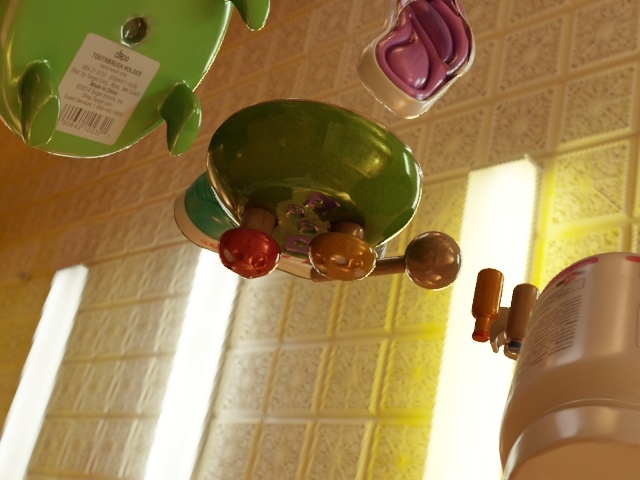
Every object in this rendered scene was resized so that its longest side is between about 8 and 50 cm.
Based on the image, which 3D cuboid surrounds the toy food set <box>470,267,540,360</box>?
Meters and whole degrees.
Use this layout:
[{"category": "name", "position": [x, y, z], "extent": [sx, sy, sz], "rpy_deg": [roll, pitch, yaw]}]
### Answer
[{"category": "toy food set", "position": [0.284, 0.142, 1.313], "extent": [0.111, 0.232, 0.105], "rpy_deg": [5, -120, 22]}]

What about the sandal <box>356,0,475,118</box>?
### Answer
[{"category": "sandal", "position": [0.174, -0.313, 1.373], "extent": [0.102, 0.169, 0.416], "rpy_deg": [-42, -164, 38]}]

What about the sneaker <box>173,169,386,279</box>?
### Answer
[{"category": "sneaker", "position": [-0.004, -0.048, 1.079], "extent": [0.178, 0.295, 0.124], "rpy_deg": [-38, -128, 45]}]

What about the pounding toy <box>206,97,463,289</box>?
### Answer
[{"category": "pounding toy", "position": [0.000, 0.000, 0.756], "extent": [0.182, 0.237, 0.110], "rpy_deg": [-11, -129, 31]}]

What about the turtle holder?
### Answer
[{"category": "turtle holder", "position": [-0.200, -0.240, 0.763], "extent": [0.227, 0.243, 0.320], "rpy_deg": [39, -47, 29]}]

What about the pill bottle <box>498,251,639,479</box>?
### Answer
[{"category": "pill bottle", "position": [0.223, 0.130, 0.689], "extent": [0.160, 0.160, 0.283], "rpy_deg": [-37, -175, 29]}]
